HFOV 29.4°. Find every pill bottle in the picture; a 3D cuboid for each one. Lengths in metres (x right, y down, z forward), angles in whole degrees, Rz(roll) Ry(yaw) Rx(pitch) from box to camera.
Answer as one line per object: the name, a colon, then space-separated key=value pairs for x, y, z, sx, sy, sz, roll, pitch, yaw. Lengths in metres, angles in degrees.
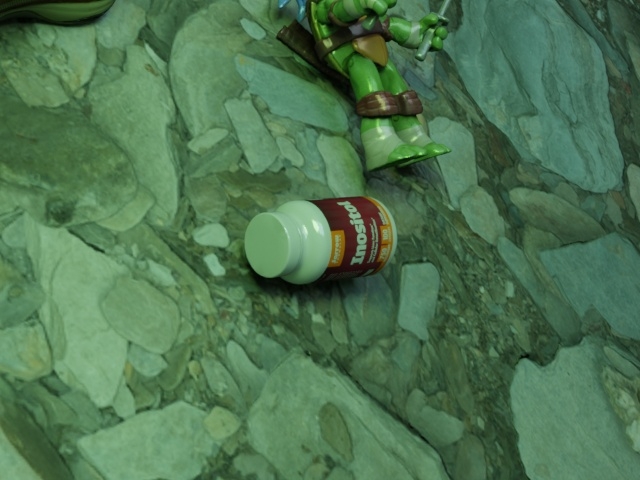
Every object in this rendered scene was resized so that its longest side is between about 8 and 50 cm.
pill bottle: x=0.000 y=0.000 z=1.238 sx=0.152 sy=0.086 sz=0.086 roll=-6 pitch=65 yaw=-46

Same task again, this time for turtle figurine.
turtle figurine: x=0.100 y=-0.227 z=1.395 sx=0.275 sy=0.198 sz=0.266 roll=-16 pitch=89 yaw=-6

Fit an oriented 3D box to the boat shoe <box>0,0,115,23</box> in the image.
boat shoe: x=-0.300 y=-0.270 z=1.130 sx=0.324 sy=0.120 sz=0.122 roll=-24 pitch=78 yaw=-50
